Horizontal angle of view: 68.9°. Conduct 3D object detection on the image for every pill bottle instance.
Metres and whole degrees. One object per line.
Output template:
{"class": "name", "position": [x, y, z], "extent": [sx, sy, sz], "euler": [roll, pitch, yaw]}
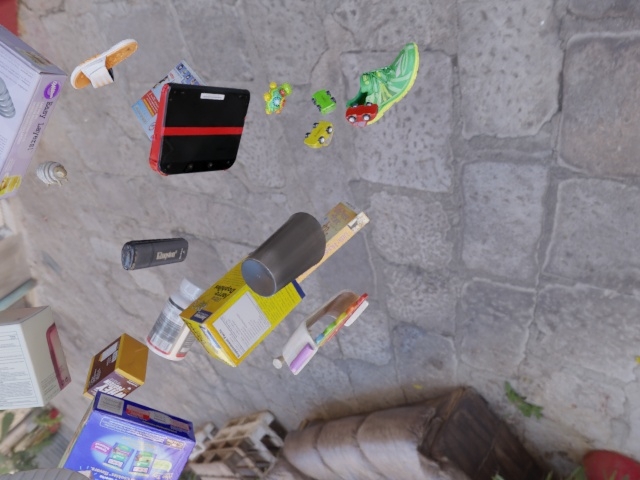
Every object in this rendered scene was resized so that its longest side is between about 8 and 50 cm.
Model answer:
{"class": "pill bottle", "position": [-0.515, 0.287, 1.747], "extent": [0.161, 0.283, 0.161], "euler": [30, -179, 0]}

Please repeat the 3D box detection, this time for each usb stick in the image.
{"class": "usb stick", "position": [-0.441, 0.033, 1.265], "extent": [0.045, 0.278, 0.077], "euler": [6, 94, 12]}

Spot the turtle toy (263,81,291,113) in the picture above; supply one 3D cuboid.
{"class": "turtle toy", "position": [-0.147, -0.497, 1.617], "extent": [0.066, 0.130, 0.095], "euler": [22, 159, 7]}

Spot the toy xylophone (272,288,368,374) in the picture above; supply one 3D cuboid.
{"class": "toy xylophone", "position": [-0.001, 0.248, 1.265], "extent": [0.081, 0.322, 0.236], "euler": [43, 130, 13]}

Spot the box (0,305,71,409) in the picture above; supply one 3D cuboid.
{"class": "box", "position": [-0.779, 0.304, 1.219], "extent": [0.148, 0.127, 0.232], "euler": [-6, 103, 6]}

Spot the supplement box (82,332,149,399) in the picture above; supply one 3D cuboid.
{"class": "supplement box", "position": [-0.809, 0.517, 1.857], "extent": [0.194, 0.191, 0.129], "euler": [-36, 125, 11]}

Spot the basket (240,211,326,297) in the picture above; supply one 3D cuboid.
{"class": "basket", "position": [-0.110, 0.050, 1.357], "extent": [0.154, 0.227, 0.204], "euler": [32, 133, 17]}

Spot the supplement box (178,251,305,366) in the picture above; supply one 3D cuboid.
{"class": "supplement box", "position": [-0.263, 0.222, 1.601], "extent": [0.195, 0.356, 0.194], "euler": [2, 128, 51]}

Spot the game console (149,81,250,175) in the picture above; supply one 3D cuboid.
{"class": "game console", "position": [-0.444, -0.410, 1.741], "extent": [0.060, 0.386, 0.342], "euler": [33, 120, 28]}

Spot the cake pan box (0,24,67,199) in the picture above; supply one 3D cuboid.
{"class": "cake pan box", "position": [-0.559, -0.231, 0.717], "extent": [0.267, 0.070, 0.246], "euler": [35, 109, -2]}

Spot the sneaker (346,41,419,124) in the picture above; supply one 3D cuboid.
{"class": "sneaker", "position": [0.185, -0.471, 1.412], "extent": [0.123, 0.109, 0.295], "euler": [16, 139, -29]}

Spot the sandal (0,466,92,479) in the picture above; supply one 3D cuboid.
{"class": "sandal", "position": [-0.449, 0.422, 0.664], "extent": [0.416, 0.169, 0.102], "euler": [-9, 120, 23]}

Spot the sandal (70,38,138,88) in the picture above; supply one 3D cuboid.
{"class": "sandal", "position": [-0.725, -0.589, 1.592], "extent": [0.076, 0.265, 0.102], "euler": [53, 175, 1]}

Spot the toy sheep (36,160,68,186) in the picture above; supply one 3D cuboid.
{"class": "toy sheep", "position": [-0.956, -0.239, 1.654], "extent": [0.132, 0.091, 0.091], "euler": [-1, 128, 15]}

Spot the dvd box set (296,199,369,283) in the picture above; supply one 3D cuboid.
{"class": "dvd box set", "position": [0.000, 0.000, 2.041], "extent": [0.062, 0.420, 0.307], "euler": [48, -179, -19]}

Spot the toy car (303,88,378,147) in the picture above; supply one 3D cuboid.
{"class": "toy car", "position": [0.038, -0.382, 1.416], "extent": [0.225, 0.239, 0.053], "euler": [64, -179, 39]}

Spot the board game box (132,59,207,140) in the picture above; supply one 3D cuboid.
{"class": "board game box", "position": [-0.597, -0.557, 1.901], "extent": [0.308, 0.302, 0.086], "euler": [51, -176, 40]}

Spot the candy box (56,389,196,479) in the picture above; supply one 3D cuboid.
{"class": "candy box", "position": [-0.505, 0.579, 1.162], "extent": [0.268, 0.317, 0.122], "euler": [28, 176, -20]}
